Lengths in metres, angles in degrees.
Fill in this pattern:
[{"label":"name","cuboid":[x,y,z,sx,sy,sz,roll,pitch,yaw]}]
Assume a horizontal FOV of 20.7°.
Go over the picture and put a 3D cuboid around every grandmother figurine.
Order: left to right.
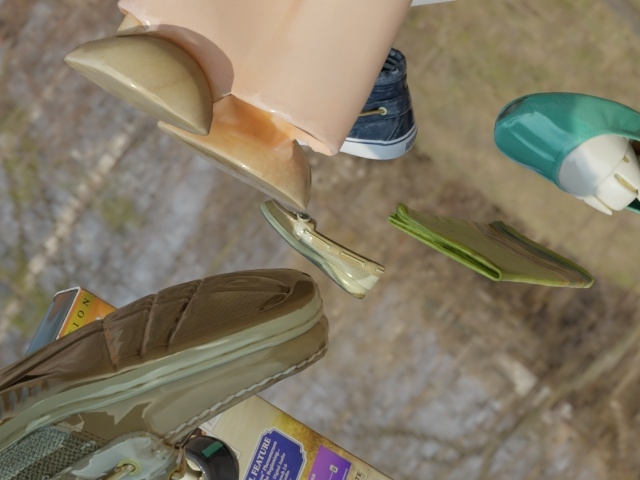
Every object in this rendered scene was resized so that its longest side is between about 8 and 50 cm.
[{"label":"grandmother figurine","cuboid":[0.041,-0.183,0.705,0.104,0.342,0.208,28,176,33]}]

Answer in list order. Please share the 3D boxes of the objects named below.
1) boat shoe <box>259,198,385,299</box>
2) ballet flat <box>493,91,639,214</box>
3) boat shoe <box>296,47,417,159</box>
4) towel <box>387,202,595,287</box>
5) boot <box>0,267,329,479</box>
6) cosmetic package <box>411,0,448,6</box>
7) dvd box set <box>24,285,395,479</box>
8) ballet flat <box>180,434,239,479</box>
[{"label":"boat shoe","cuboid":[0.000,0.001,1.918,0.153,0.048,0.056,41,-175,1]},{"label":"ballet flat","cuboid":[0.250,-0.057,1.406,0.247,0.083,0.087,12,-141,-36]},{"label":"boat shoe","cuboid":[-0.017,-0.117,1.324,0.183,0.065,0.083,7,133,15]},{"label":"towel","cuboid":[0.139,0.006,1.363,0.102,0.021,0.237,28,-171,23]},{"label":"boot","cuboid":[-0.082,0.145,0.815,0.203,0.262,0.095,62,-174,-13]},{"label":"cosmetic package","cuboid":[0.033,-0.253,0.962,0.138,0.224,0.224,-42,63,59]},{"label":"dvd box set","cuboid":[-0.136,0.278,1.675,0.420,0.308,0.062,33,154,-26]},{"label":"ballet flat","cuboid":[-0.126,0.235,1.285,0.074,0.203,0.074,28,-175,-3]}]
